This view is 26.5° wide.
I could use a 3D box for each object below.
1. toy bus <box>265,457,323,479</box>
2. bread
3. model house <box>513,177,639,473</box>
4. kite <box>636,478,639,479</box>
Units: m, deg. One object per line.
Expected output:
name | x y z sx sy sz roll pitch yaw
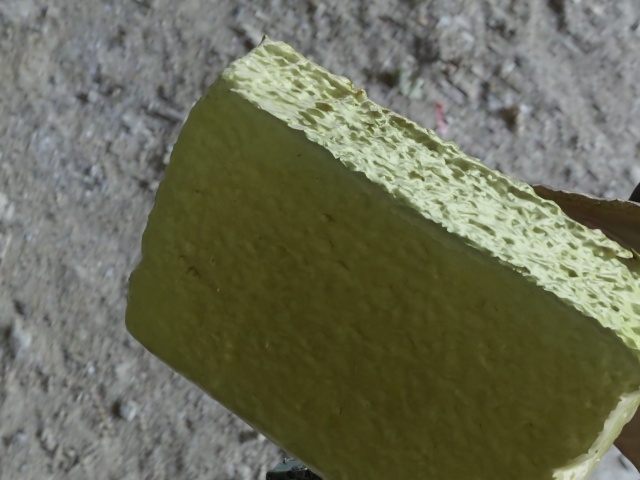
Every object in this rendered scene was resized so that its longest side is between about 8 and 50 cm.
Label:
toy bus | 0.005 0.280 1.575 0.123 0.075 0.060 -8 98 13
bread | 0.024 0.025 0.489 0.188 0.125 0.068 33 32 14
model house | 0.219 0.016 0.720 0.237 0.237 0.202 44 13 28
kite | 0.422 0.297 1.732 0.139 0.011 0.157 -32 68 -16
